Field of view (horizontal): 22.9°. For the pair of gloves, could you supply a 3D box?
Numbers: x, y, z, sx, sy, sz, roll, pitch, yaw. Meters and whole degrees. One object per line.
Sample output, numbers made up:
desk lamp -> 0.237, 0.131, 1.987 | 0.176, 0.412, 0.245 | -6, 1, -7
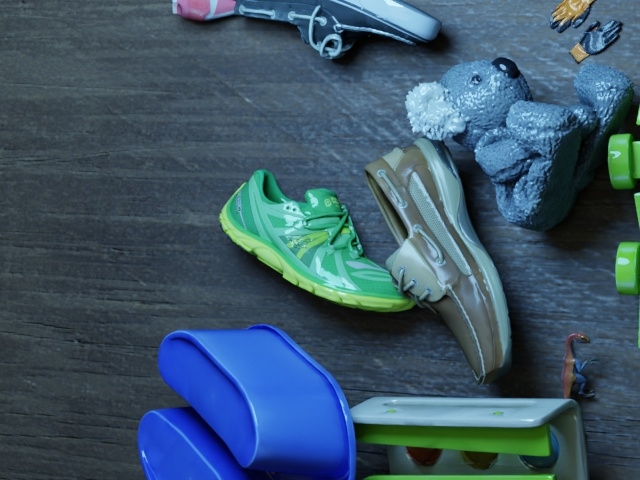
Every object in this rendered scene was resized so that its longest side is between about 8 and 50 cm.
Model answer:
pair of gloves -> 0.331, -0.272, 1.979 | 0.074, 0.010, 0.083 | -37, 72, 14

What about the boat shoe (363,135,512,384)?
boat shoe -> 0.140, 0.029, 1.943 | 0.120, 0.122, 0.324 | -15, 66, -9

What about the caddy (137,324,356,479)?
caddy -> -0.081, 0.245, 1.948 | 0.341, 0.179, 0.241 | 39, 119, 52

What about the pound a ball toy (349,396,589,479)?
pound a ball toy -> 0.162, 0.293, 1.905 | 0.319, 0.136, 0.208 | -4, 98, 35

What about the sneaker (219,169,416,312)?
sneaker -> 0.000, 0.000, 2.024 | 0.295, 0.109, 0.123 | 30, 99, 23

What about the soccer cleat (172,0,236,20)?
soccer cleat -> -0.160, -0.420, 2.176 | 0.095, 0.083, 0.248 | 1, 76, -7

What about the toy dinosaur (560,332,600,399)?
toy dinosaur -> 0.307, 0.154, 1.897 | 0.047, 0.090, 0.082 | 2, 128, 33

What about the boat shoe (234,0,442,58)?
boat shoe -> 0.014, -0.290, 2.059 | 0.306, 0.113, 0.105 | 22, 98, 25

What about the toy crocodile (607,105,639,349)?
toy crocodile -> 0.411, -0.026, 1.872 | 0.115, 0.105, 0.340 | -4, 86, 22

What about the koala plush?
koala plush -> 0.225, -0.139, 1.913 | 0.221, 0.196, 0.203 | 35, 132, 24
